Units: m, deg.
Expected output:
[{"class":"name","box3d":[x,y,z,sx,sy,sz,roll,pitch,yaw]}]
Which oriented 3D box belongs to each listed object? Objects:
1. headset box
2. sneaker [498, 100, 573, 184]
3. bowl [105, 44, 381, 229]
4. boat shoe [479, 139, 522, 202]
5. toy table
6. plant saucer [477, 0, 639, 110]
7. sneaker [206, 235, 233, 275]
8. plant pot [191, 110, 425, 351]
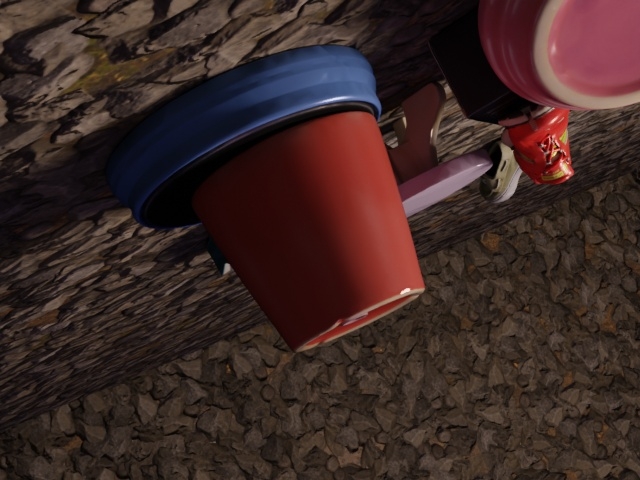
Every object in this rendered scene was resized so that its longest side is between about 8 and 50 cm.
[{"class":"headset box","box3d":[0.321,-0.281,1.371,0.246,0.131,0.283,-30,169,26]},{"class":"sneaker","box3d":[0.332,-0.142,1.389,0.107,0.118,0.279,-26,170,10]},{"class":"bowl","box3d":[-0.095,-0.127,1.297,0.391,0.077,0.391,-25,170,-5]},{"class":"boat shoe","box3d":[0.432,-0.179,2.315,0.094,0.109,0.302,-8,157,-11]},{"class":"toy table","box3d":[0.136,-0.134,1.590,0.274,0.161,0.252,-29,170,22]},{"class":"plant saucer","box3d":[0.358,-0.279,1.132,0.332,0.084,0.332,-7,137,-7]},{"class":"sneaker","box3d":[-0.155,0.001,1.817,0.092,0.087,0.228,-29,179,-18]},{"class":"plant pot","box3d":[0.000,0.000,1.266,0.275,0.243,0.275,-24,171,-4]}]
